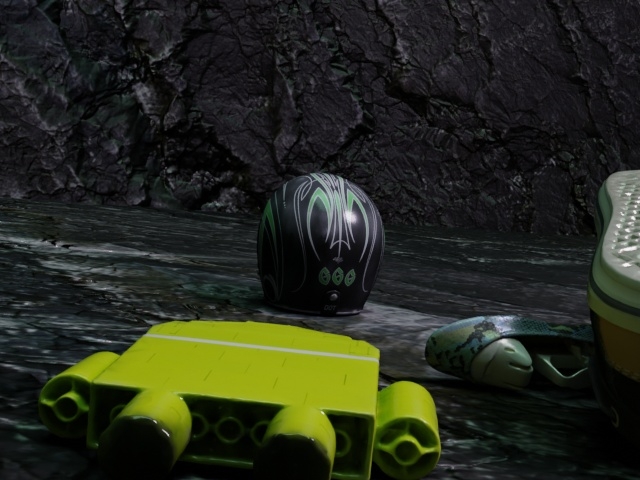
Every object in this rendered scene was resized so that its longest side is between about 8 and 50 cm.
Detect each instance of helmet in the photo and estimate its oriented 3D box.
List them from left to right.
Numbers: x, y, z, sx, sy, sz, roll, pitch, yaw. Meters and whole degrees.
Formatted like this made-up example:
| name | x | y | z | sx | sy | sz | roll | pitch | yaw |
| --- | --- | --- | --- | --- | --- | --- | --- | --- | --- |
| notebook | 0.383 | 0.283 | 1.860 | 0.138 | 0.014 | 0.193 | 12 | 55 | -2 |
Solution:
| name | x | y | z | sx | sy | sz | roll | pitch | yaw |
| --- | --- | --- | --- | --- | --- | --- | --- | --- | --- |
| helmet | 0.000 | 0.000 | 1.184 | 0.169 | 0.161 | 0.169 | 6 | 5 | -1 |

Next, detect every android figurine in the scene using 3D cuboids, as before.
| name | x | y | z | sx | sy | sz | roll | pitch | yaw |
| --- | --- | --- | --- | --- | --- | --- | --- | --- | --- |
| android figurine | -0.047 | 0.102 | 0.640 | 0.248 | 0.056 | 0.273 | 5 | 6 | 2 |

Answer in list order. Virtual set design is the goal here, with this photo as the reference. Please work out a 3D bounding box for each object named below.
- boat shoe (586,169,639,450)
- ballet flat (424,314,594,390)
| name | x | y | z | sx | sy | sz | roll | pitch | yaw |
| --- | --- | --- | --- | --- | --- | --- | --- | --- | --- |
| boat shoe | 0.325 | 0.034 | 0.851 | 0.187 | 0.156 | 0.500 | 4 | 17 | 22 |
| ballet flat | 0.186 | 0.103 | 0.858 | 0.188 | 0.070 | 0.070 | 0 | 7 | -18 |
